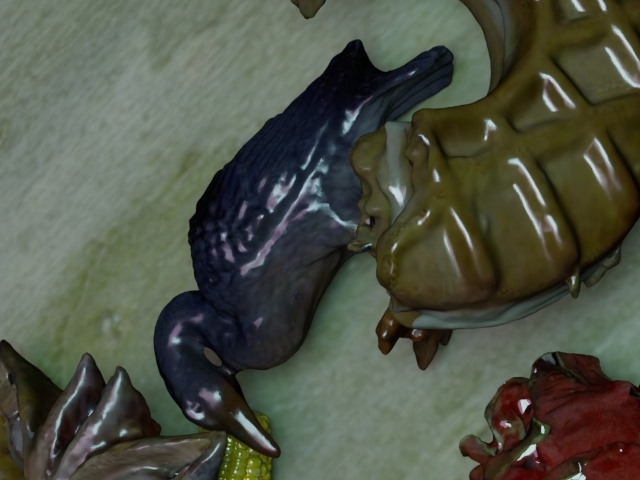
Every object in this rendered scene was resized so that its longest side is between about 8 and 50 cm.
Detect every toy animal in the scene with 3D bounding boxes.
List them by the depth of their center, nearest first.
[{"bbox_3d":[0.000,0.000,1.262,0.185,0.122,0.298,21,99,25],"label":"toy animal"}]

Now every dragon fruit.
[{"bbox_3d":[0.200,0.196,1.112,0.244,0.244,0.299,-37,54,22],"label":"dragon fruit"}]

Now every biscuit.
[{"bbox_3d":[0.093,-0.135,1.149,0.268,0.115,0.366,-21,82,-18],"label":"biscuit"}]

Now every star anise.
[{"bbox_3d":[-0.175,0.200,1.333,0.349,0.109,0.292,-22,61,40],"label":"star anise"}]

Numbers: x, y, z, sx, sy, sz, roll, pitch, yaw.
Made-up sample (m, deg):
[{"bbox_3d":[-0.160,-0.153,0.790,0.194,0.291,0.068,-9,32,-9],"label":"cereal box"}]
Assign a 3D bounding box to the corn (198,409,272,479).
[{"bbox_3d":[-0.072,0.218,1.331,0.067,0.067,0.206,9,94,26],"label":"corn"}]
